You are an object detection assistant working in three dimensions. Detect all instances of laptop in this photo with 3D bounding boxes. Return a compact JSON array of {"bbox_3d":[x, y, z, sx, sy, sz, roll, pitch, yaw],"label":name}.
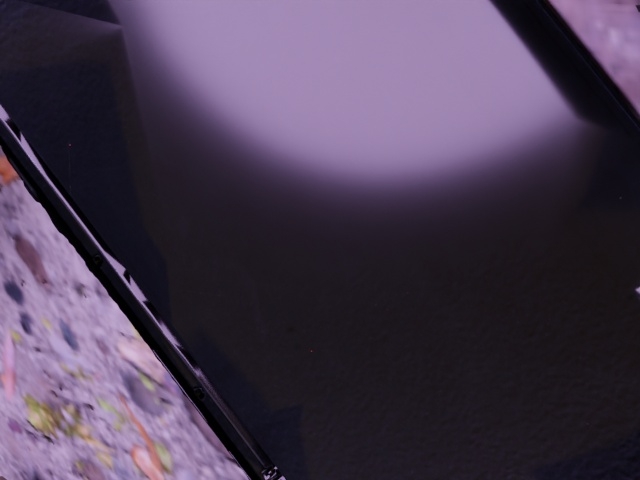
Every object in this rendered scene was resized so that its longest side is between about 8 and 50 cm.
[{"bbox_3d":[0.000,0.000,0.524,0.234,0.136,0.264,53,172,5],"label":"laptop"}]

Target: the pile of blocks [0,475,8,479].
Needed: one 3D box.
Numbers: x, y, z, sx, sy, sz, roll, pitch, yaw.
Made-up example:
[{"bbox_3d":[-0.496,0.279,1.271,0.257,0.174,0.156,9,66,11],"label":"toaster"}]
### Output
[{"bbox_3d":[-0.175,0.254,0.892,0.113,0.148,0.362,-96,27,-47],"label":"pile of blocks"}]
